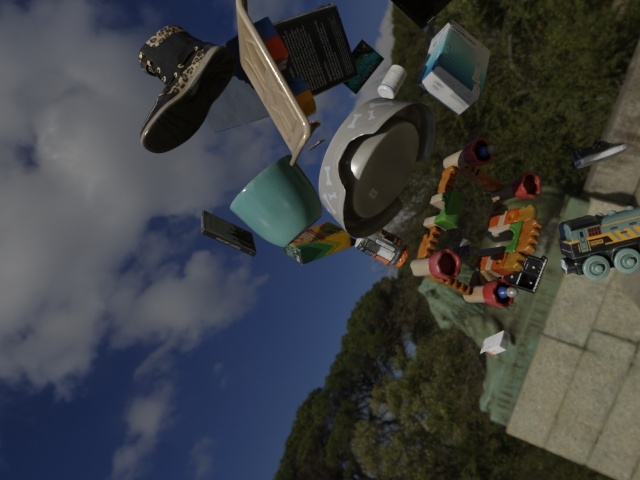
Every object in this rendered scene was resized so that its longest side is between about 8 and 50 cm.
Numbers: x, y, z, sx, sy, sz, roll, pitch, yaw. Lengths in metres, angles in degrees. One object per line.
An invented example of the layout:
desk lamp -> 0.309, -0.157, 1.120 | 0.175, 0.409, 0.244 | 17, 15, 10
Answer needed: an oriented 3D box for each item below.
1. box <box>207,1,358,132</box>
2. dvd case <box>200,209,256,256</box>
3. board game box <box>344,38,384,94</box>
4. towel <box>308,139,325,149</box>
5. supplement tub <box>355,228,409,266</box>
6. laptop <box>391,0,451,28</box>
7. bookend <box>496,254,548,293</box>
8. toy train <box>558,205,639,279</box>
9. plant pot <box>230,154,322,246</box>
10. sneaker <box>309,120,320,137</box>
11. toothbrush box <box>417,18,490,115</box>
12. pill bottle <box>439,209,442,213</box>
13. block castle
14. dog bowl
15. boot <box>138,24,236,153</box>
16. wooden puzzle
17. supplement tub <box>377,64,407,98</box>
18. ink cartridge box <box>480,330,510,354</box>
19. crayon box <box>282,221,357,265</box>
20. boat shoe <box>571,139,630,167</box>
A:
box -> -0.199, -0.675, 1.884 | 0.471, 0.479, 0.298 | -33, -68, -31
dvd case -> -0.381, -0.030, 1.945 | 0.030, 0.238, 0.179 | -55, 27, 17
board game box -> 0.163, -0.735, 1.998 | 0.186, 0.126, 0.026 | -50, 3, 14
towel -> -0.018, -0.460, 2.268 | 0.083, 0.010, 0.060 | -29, 0, 34
supplement tub -> 0.239, 0.020, 1.816 | 0.117, 0.190, 0.117 | -62, 5, 9
laptop -> 0.417, -0.930, 1.547 | 0.407, 0.382, 0.237 | 21, -135, -37
bookend -> 0.844, 0.119, 1.979 | 0.072, 0.156, 0.158 | -35, -38, -71
toy train -> 0.898, 0.000, 1.435 | 0.142, 0.333, 0.191 | -44, -62, -78
plant pot -> -0.134, -0.120, 1.679 | 0.293, 0.235, 0.293 | -42, -1, -1
sneaker -> -0.054, -0.439, 1.886 | 0.157, 0.061, 0.065 | -29, -69, -44
toothbrush box -> 0.524, -0.674, 1.831 | 0.126, 0.216, 0.296 | -35, 30, 56
pill bottle -> 0.561, -0.143, 2.067 | 0.043, 0.043, 0.083 | -54, -7, -42
block castle -> 0.491, -0.047, 1.423 | 0.212, 0.302, 0.454 | -17, 48, 65
dog bowl -> 0.133, -0.180, 1.137 | 0.348, 0.102, 0.349 | -36, -35, -30
boot -> -0.457, -0.472, 1.433 | 0.378, 0.284, 0.138 | -52, -29, 5
wooden puzzle -> -0.102, -0.374, 1.147 | 0.080, 0.348, 0.322 | -26, 3, -8
supplement tub -> 0.262, -0.576, 1.720 | 0.107, 0.070, 0.071 | -60, -20, -12
ink cartridge box -> 0.596, 0.355, 1.610 | 0.063, 0.029, 0.115 | -59, 0, -31
crayon box -> 0.000, 0.000, 2.193 | 0.318, 0.202, 0.081 | -20, -65, -25
boat shoe -> 1.009, -0.326, 1.707 | 0.080, 0.228, 0.076 | 103, 147, -73
